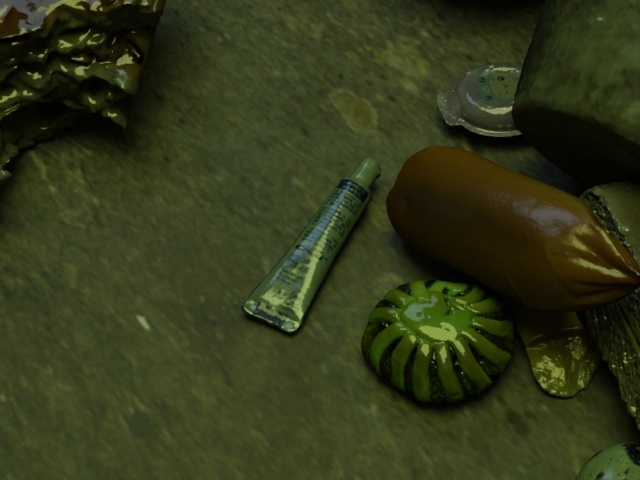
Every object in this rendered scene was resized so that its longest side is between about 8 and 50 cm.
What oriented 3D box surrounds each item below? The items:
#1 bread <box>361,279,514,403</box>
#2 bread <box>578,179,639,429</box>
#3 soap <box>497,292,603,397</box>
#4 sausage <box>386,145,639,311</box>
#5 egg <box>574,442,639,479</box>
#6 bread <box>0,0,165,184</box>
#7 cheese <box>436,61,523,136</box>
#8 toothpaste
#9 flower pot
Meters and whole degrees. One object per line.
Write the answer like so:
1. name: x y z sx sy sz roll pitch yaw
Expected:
1. bread: 0.110 0.088 1.675 0.139 0.071 0.130 24 60 21
2. bread: 0.347 0.078 1.626 0.183 0.102 0.337 0 43 -18
3. soap: 0.223 0.070 1.705 0.089 0.033 0.168 -15 52 -9
4. sausage: 0.183 -0.005 1.661 0.112 0.112 0.328 -33 33 -22
5. egg: 0.259 0.221 1.545 0.085 0.085 0.110 18 46 17
6. bread: -0.317 -0.208 1.872 0.314 0.191 0.370 10 64 4
7. cheese: 0.217 -0.153 1.885 0.190 0.042 0.105 -11 52 -9
8. toothpaste: 0.000 0.000 1.775 0.062 0.037 0.216 22 59 19
9. flower pot: 0.356 -0.209 1.749 0.293 0.293 0.330 24 80 21
